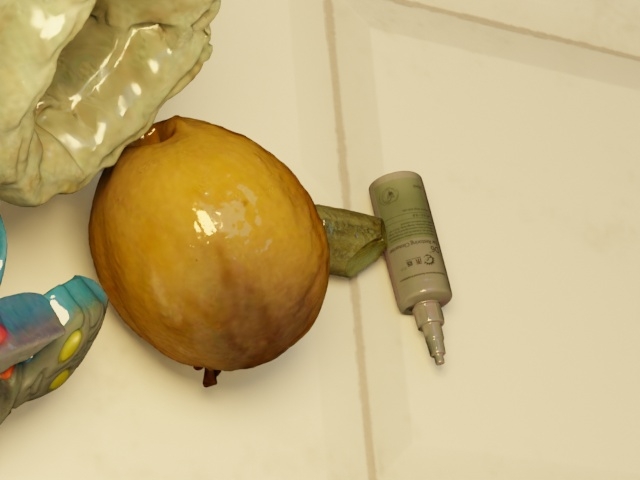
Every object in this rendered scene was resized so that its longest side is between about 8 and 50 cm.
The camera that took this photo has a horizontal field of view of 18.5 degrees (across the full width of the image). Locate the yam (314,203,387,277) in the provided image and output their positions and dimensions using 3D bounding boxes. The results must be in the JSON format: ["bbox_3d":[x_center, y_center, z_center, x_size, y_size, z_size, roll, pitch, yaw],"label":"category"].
[{"bbox_3d":[0.000,0.000,1.879,0.146,0.070,0.069,11,57,-24],"label":"yam"}]

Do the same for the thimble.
[{"bbox_3d":[-0.223,-0.191,1.576,0.195,0.291,0.291,35,48,17],"label":"thimble"}]

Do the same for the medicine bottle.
[{"bbox_3d":[0.094,0.030,1.924,0.058,0.057,0.199,2,62,-29],"label":"medicine bottle"}]

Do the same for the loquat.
[{"bbox_3d":[-0.095,0.003,1.722,0.193,0.238,0.238,-30,79,-30],"label":"loquat"}]

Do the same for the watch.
[{"bbox_3d":[-0.336,0.032,1.580,0.305,0.241,0.274,-23,62,-38],"label":"watch"}]
